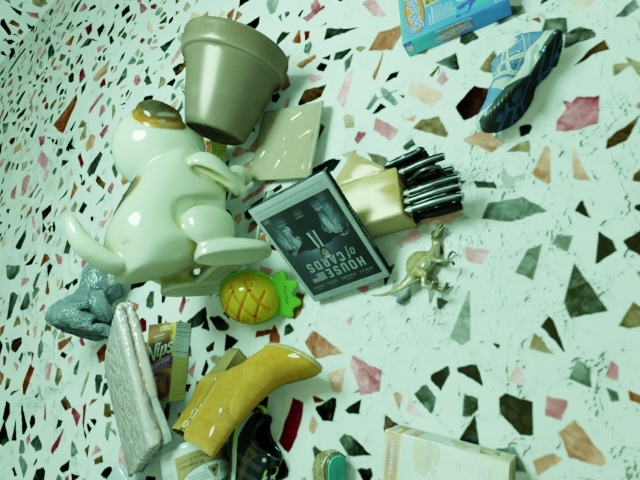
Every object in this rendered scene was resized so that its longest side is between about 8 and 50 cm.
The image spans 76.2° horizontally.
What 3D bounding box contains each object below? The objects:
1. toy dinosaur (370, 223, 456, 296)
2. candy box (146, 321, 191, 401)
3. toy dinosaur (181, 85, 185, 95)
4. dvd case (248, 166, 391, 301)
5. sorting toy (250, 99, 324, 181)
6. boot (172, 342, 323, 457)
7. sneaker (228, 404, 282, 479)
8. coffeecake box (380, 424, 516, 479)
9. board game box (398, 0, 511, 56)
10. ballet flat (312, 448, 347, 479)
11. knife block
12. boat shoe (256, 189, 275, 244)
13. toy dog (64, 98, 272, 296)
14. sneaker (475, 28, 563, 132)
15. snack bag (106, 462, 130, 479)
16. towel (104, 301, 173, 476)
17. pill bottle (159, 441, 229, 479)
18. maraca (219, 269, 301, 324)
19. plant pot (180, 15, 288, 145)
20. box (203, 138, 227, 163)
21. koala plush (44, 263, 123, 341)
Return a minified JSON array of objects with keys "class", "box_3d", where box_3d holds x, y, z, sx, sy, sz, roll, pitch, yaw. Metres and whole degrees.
[{"class":"toy dinosaur","box_3d":[0.184,0.059,0.738,0.183,0.053,0.093,-49,43,-2]},{"class":"candy box","box_3d":[-0.385,0.301,1.017,0.109,0.053,0.186,-12,68,30]},{"class":"toy dinosaur","box_3d":[-0.319,-0.391,1.183,0.118,0.064,0.268,-54,56,29]},{"class":"dvd case","box_3d":[0.000,0.000,0.773,0.179,0.238,0.029,-24,22,28]},{"class":"sorting toy","box_3d":[-0.082,-0.237,1.003,0.208,0.038,0.192,1,76,37]},{"class":"boot","box_3d":[-0.144,0.309,0.778,0.295,0.104,0.211,-13,35,39]},{"class":"sneaker","box_3d":[-0.120,0.444,0.784,0.097,0.084,0.234,-23,64,24]},{"class":"coffeecake box","box_3d":[0.188,0.379,0.617,0.186,0.068,0.142,1,76,33]},{"class":"board game box","box_3d":[0.270,-0.499,0.849,0.211,0.047,0.159,-10,70,29]},{"class":"ballet flat","box_3d":[0.014,0.474,0.711,0.067,0.073,0.206,-23,58,56]},{"class":"knife block","box_3d":[0.127,-0.054,0.777,0.242,0.088,0.275,37,96,35]},{"class":"boat shoe","box_3d":[-0.129,-0.053,0.967,0.043,0.049,0.136,-7,76,33]},{"class":"toy dog","box_3d":[-0.347,-0.098,0.915,0.284,0.396,0.407,-42,58,48]},{"class":"sneaker","box_3d":[0.338,-0.281,0.728,0.081,0.080,0.211,34,85,41]},{"class":"snack bag","box_3d":[-0.464,0.731,0.914,0.342,0.037,0.323,47,109,30]},{"class":"towel","box_3d":[-0.432,0.348,0.937,0.332,0.054,0.316,-50,58,43]},{"class":"pill bottle","box_3d":[-0.230,0.520,0.802,0.131,0.131,0.229,-34,60,20]},{"class":"maraca","box_3d":[-0.133,0.122,0.884,0.186,0.099,0.127,-7,105,14]},{"class":"plant pot","box_3d":[-0.234,-0.368,1.004,0.263,0.263,0.229,12,85,35]},{"class":"box","box_3d":[-0.360,-0.249,1.153,0.232,0.058,0.087,20,107,34]},{"class":"koala plush","box_3d":[-0.630,0.154,1.149,0.196,0.203,0.221,-7,60,30]}]
